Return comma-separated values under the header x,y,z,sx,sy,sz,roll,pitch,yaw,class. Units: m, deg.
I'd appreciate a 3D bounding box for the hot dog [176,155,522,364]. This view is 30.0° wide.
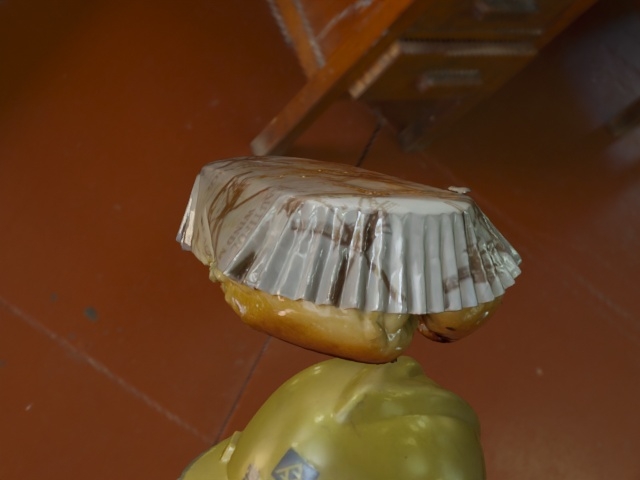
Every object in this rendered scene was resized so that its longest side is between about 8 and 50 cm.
x,y,z,sx,sy,sz,roll,pitch,yaw,class
0.000,0.000,0.556,0.131,0.252,0.069,2,98,-18,hot dog

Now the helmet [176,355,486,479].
x,y,z,sx,sy,sz,roll,pitch,yaw,class
0.033,0.153,0.864,0.205,0.140,0.257,37,21,31,helmet
